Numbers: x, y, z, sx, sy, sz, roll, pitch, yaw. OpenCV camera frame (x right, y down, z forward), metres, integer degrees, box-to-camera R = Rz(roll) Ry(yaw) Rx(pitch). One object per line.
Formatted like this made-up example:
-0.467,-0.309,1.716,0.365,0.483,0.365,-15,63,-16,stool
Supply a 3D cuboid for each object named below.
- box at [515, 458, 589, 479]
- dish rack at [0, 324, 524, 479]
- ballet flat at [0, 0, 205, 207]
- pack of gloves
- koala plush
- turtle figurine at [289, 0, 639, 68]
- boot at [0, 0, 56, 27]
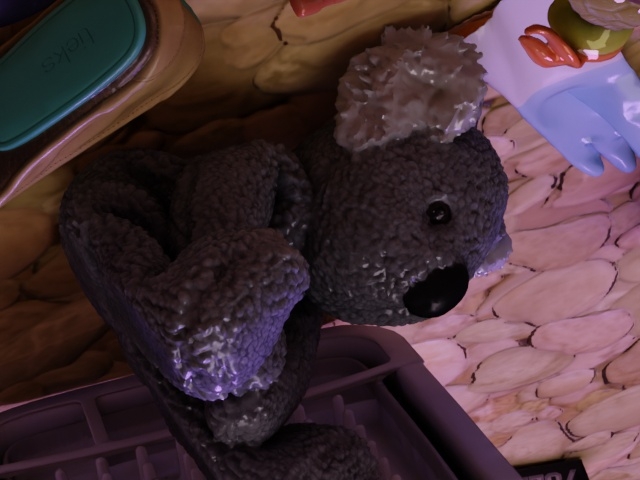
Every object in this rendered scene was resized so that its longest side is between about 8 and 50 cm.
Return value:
0.048,0.293,1.666,0.293,0.073,0.295,-6,149,-26,box
-0.050,0.155,1.105,0.286,0.333,0.072,-13,109,-11,dish rack
-0.149,-0.043,0.911,0.232,0.080,0.073,-28,167,20,ballet flat
0.199,-0.096,1.064,0.195,0.046,0.232,-28,152,19,pack of gloves
0.000,0.000,1.006,0.221,0.203,0.196,-32,135,-12,koala plush
0.133,-0.145,0.878,0.270,0.087,0.217,-1,144,-15,turtle figurine
-0.242,-0.056,0.726,0.348,0.131,0.260,-2,137,-10,boot
